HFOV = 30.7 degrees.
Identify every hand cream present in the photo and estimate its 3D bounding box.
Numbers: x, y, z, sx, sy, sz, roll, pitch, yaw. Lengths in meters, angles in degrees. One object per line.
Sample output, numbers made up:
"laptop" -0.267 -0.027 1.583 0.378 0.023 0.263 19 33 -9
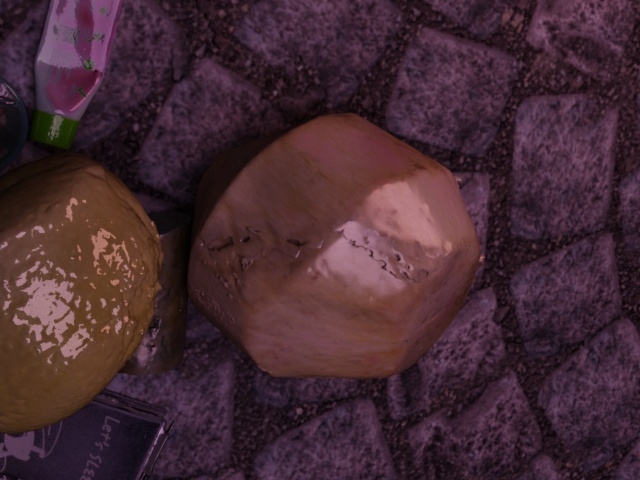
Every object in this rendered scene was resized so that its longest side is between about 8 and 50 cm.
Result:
"hand cream" -0.281 -0.244 1.351 0.079 0.050 0.275 9 99 -51

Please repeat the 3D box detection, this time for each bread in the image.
"bread" -0.317 0.054 1.273 0.320 0.320 0.237 -34 115 -9

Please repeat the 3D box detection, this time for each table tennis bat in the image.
"table tennis bat" -0.412 -0.163 1.326 0.124 0.033 0.201 -29 121 -14

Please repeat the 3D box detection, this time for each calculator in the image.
"calculator" -0.334 0.258 1.503 0.274 0.028 0.165 25 93 -30

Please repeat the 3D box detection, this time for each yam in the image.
"yam" -0.214 0.060 1.442 0.107 0.107 0.194 0 107 -23

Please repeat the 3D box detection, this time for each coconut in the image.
"coconut" 0.000 0.000 1.399 0.353 0.352 0.352 -7 110 -21
